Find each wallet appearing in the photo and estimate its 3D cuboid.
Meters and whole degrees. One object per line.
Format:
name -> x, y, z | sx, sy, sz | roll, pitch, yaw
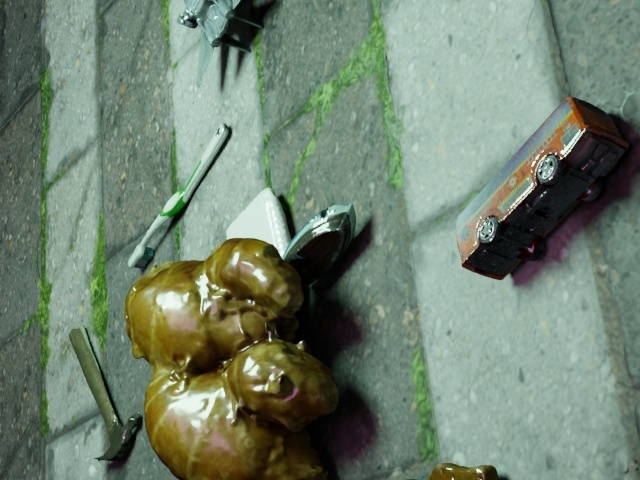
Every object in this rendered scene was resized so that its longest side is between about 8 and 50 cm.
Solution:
wallet -> -0.074, 0.032, 1.448 | 0.124, 0.032, 0.183 | -43, 50, 40

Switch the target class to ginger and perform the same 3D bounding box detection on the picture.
ginger -> -0.097, 0.161, 1.326 | 0.274, 0.152, 0.358 | -26, 70, 30

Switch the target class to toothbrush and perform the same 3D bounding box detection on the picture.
toothbrush -> -0.215, -0.061, 1.673 | 0.304, 0.030, 0.030 | -53, 42, 32

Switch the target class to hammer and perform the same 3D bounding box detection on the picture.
hammer -> -0.358, 0.235, 1.794 | 0.125, 0.027, 0.297 | -57, 40, 21

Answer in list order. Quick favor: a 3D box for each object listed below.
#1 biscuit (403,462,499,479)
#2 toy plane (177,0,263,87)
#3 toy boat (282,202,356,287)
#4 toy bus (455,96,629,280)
biscuit -> 0.136, 0.303, 1.077 | 0.215, 0.034, 0.182 | -41, 51, 39
toy plane -> -0.171, -0.372, 1.645 | 0.212, 0.088, 0.267 | -58, 40, 27
toy boat -> 0.000, 0.000, 1.337 | 0.140, 0.059, 0.066 | -49, 18, 38
toy bus -> 0.204, -0.047, 1.055 | 0.192, 0.065, 0.077 | -50, 33, 34
